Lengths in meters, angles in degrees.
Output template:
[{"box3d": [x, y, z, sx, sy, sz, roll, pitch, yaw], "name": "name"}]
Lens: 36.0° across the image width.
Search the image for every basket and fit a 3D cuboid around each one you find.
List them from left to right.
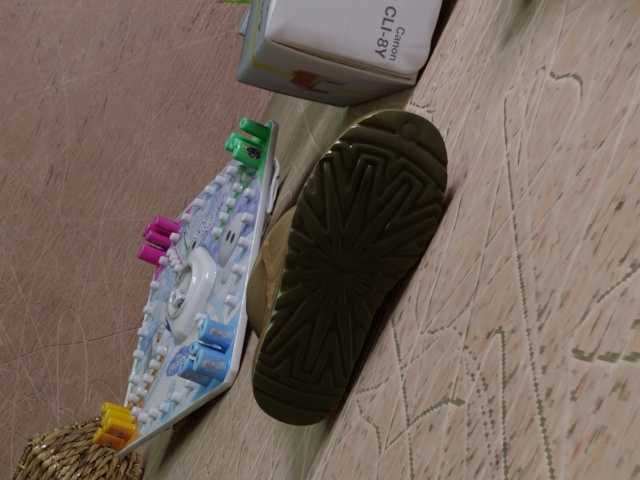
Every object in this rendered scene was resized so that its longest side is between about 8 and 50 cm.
[{"box3d": [-0.391, 0.473, 1.620, 0.213, 0.223, 0.299, -5, -53, -62], "name": "basket"}]

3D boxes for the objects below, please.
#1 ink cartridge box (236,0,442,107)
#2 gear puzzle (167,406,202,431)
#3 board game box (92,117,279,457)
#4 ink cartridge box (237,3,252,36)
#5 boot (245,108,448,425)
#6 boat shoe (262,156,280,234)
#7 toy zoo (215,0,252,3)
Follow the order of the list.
[{"box3d": [0.022, -0.309, 1.096, 0.385, 0.161, 0.279, -158, 82, -80], "name": "ink cartridge box"}, {"box3d": [-0.184, 0.188, 1.429, 0.175, 0.044, 0.339, -62, 12, 2], "name": "gear puzzle"}, {"box3d": [-0.194, 0.069, 1.371, 0.390, 0.050, 0.389, -39, 37, 50], "name": "board game box"}, {"box3d": [-0.027, -0.348, 1.576, 0.128, 0.176, 0.127, -64, 12, 7], "name": "ink cartridge box"}, {"box3d": [0.000, 0.000, 0.770, 0.236, 0.089, 0.269, -62, 8, 7], "name": "boot"}, {"box3d": [-0.129, -0.038, 1.539, 0.096, 0.098, 0.277, -56, 11, 44], "name": "boat shoe"}, {"box3d": [-0.004, -0.419, 1.361, 0.030, 0.293, 0.192, -80, -8, -58], "name": "toy zoo"}]
